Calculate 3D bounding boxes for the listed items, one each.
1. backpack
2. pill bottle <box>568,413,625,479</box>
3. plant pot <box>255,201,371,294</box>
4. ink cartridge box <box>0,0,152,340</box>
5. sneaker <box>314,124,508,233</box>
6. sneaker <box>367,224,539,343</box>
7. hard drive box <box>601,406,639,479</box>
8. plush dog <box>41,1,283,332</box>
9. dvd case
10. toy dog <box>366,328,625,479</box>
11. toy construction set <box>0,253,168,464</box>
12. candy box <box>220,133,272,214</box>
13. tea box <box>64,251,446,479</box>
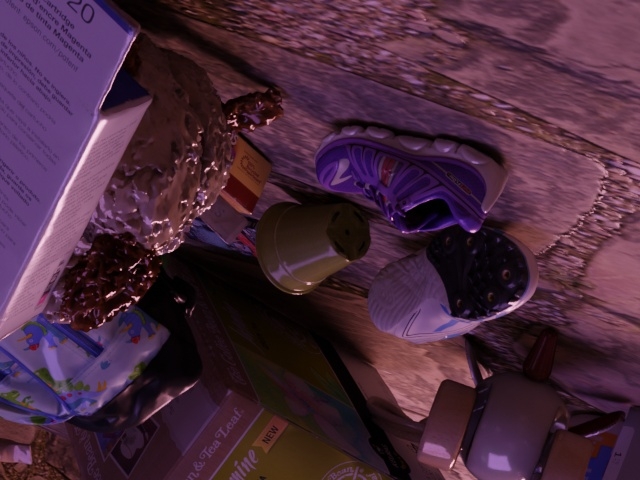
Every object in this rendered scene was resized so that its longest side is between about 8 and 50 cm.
[{"bbox_3d":[-0.304,-0.002,1.568,0.290,0.273,0.355,52,176,44],"label":"backpack"},{"bbox_3d":[0.282,0.331,1.935,0.152,0.272,0.152,21,165,6],"label":"pill bottle"},{"bbox_3d":[0.000,0.000,1.606,0.083,0.083,0.079,32,151,-31],"label":"plant pot"},{"bbox_3d":[-0.254,-0.141,1.163,0.324,0.071,0.330,45,136,10],"label":"ink cartridge box"},{"bbox_3d":[0.056,-0.041,1.377,0.170,0.071,0.068,9,160,44],"label":"sneaker"},{"bbox_3d":[0.122,0.036,1.557,0.086,0.085,0.237,1,171,-24],"label":"sneaker"},{"bbox_3d":[0.378,0.296,1.853,0.232,0.181,0.089,35,162,-34],"label":"hard drive box"},{"bbox_3d":[-0.134,-0.062,1.310,0.210,0.262,0.225,-7,-169,3],"label":"plush dog"},{"bbox_3d":[-0.095,-0.010,1.818,0.119,0.013,0.087,13,162,28],"label":"dvd case"},{"bbox_3d":[0.191,0.159,1.804,0.220,0.161,0.333,23,180,-12],"label":"toy dog"},{"bbox_3d":[-0.289,0.071,1.867,0.237,0.309,0.257,8,-175,15],"label":"toy construction set"},{"bbox_3d":[-0.147,-0.080,1.577,0.186,0.053,0.109,14,164,36],"label":"candy box"},{"bbox_3d":[-0.070,0.225,1.957,0.323,0.220,0.329,30,-168,-28],"label":"tea box"}]
